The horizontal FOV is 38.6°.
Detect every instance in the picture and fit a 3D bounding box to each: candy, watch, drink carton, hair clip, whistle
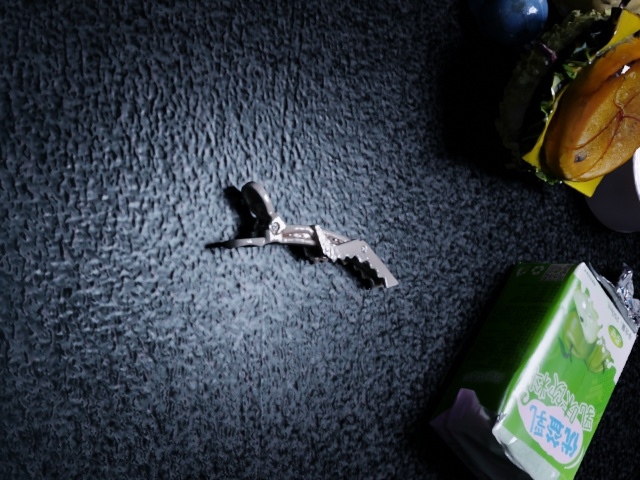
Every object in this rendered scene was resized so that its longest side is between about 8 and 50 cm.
[{"bbox_3d":[0.492,0.104,1.322,0.226,0.051,0.094,29,66,-33],"label":"candy"},{"bbox_3d":[0.485,-0.125,1.259,0.218,0.211,0.248,11,88,-29],"label":"watch"},{"bbox_3d":[0.261,0.160,1.093,0.161,0.108,0.271,49,58,-25],"label":"drink carton"},{"bbox_3d":[0.000,0.000,0.944,0.226,0.034,0.072,17,75,-37],"label":"hair clip"},{"bbox_3d":[0.231,-0.298,1.126,0.090,0.090,0.158,-39,110,-35],"label":"whistle"}]

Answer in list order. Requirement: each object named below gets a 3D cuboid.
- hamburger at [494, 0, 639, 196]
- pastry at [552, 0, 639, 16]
[{"bbox_3d":[0.321,-0.181,1.107,0.261,0.138,0.243,-50,145,14],"label":"hamburger"},{"bbox_3d":[0.364,-0.413,1.180,0.284,0.184,0.315,-36,107,-42],"label":"pastry"}]
